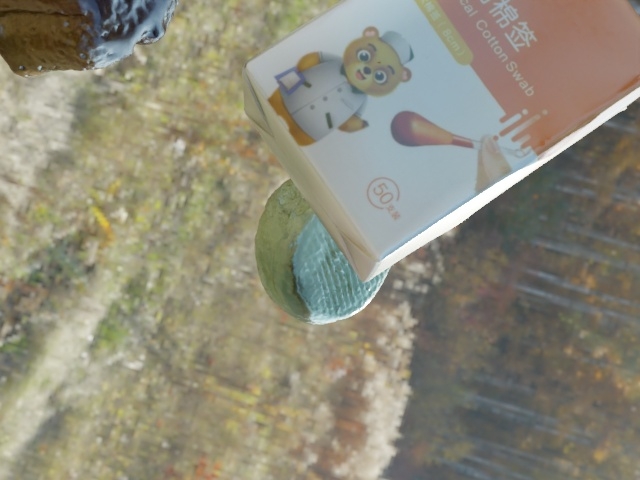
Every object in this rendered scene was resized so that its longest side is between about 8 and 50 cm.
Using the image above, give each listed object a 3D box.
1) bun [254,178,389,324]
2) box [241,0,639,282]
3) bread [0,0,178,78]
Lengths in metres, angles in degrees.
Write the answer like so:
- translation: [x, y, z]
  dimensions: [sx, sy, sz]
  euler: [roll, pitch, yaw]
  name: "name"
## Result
- translation: [0.001, 0.002, 1.505]
  dimensions: [0.221, 0.108, 0.221]
  euler: [-24, 126, -39]
  name: "bun"
- translation: [0.124, -0.148, 1.112]
  dimensions: [0.341, 0.225, 0.143]
  euler: [-34, 174, -7]
  name: "box"
- translation: [-0.217, -0.285, 1.090]
  dimensions: [0.232, 0.135, 0.247]
  euler: [-53, 148, -43]
  name: "bread"
